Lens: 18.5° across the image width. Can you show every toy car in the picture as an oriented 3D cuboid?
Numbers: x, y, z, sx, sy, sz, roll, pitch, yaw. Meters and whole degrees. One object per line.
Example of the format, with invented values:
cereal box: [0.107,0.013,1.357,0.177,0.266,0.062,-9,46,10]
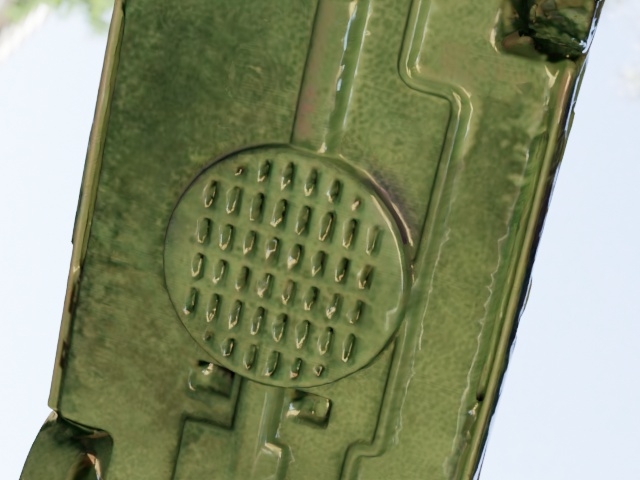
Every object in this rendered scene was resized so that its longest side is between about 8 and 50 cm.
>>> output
toy car: [0.000,0.000,0.392,0.076,0.090,0.224,-50,154,-65]
